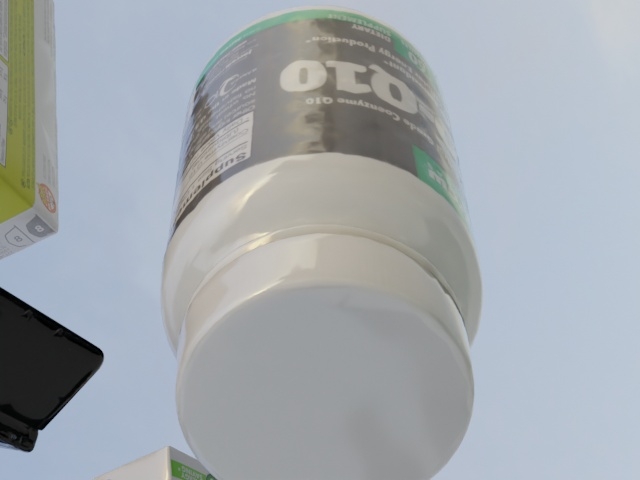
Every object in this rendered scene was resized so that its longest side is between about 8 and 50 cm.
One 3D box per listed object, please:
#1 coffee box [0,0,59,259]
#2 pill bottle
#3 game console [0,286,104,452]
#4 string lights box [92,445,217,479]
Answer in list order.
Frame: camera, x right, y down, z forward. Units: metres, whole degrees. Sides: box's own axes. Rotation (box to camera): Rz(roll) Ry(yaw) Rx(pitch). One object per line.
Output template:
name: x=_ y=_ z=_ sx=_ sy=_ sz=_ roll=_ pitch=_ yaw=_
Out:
coffee box: x=-0.483 y=-0.157 z=1.376 sx=0.334 sy=0.338 sz=0.338 roll=49 pitch=-156 yaw=-46
pill bottle: x=0.000 y=0.000 z=0.960 sx=0.204 sy=0.204 sz=0.361 roll=54 pitch=-163 yaw=-28
game console: x=-0.211 y=0.073 z=0.850 sx=0.122 sy=0.107 sz=0.071 roll=41 pitch=-121 yaw=-47
string lights box: x=-0.084 y=0.290 z=0.996 sx=0.133 sy=0.077 sz=0.259 roll=36 pitch=-145 yaw=-47
